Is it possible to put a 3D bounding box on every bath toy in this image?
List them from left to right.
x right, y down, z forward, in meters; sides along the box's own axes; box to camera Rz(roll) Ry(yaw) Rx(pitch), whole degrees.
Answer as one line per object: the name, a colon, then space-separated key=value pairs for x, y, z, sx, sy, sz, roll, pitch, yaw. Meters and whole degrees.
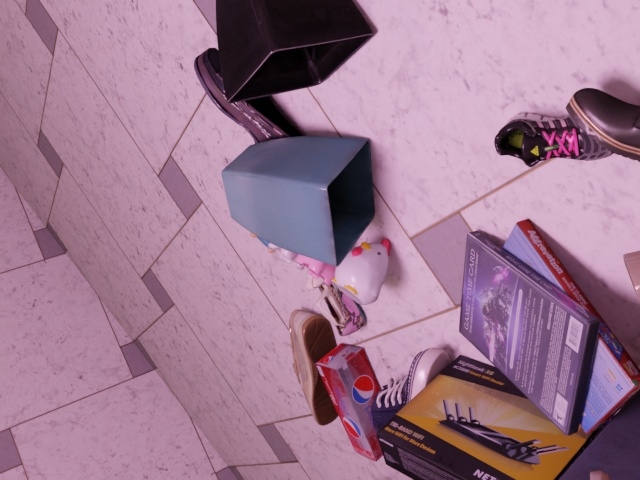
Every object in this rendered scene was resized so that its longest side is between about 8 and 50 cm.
bath toy: x=0.000 y=0.000 z=1.375 sx=0.348 sy=0.129 sz=0.151 roll=29 pitch=166 yaw=41

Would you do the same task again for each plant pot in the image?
plant pot: x=-0.064 y=-0.342 z=1.101 sx=0.187 sy=0.188 sz=0.167 roll=-27 pitch=84 yaw=59
plant pot: x=-0.047 y=-0.086 z=1.248 sx=0.234 sy=0.166 sz=0.166 roll=12 pitch=130 yaw=25

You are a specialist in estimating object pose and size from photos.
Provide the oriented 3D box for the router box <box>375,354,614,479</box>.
router box: x=0.286 y=0.328 z=1.163 sx=0.308 sy=0.243 sz=0.081 roll=13 pitch=129 yaw=48

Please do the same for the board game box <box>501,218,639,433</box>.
board game box: x=0.340 y=0.120 z=1.008 sx=0.145 sy=0.027 sz=0.281 roll=104 pitch=146 yaw=-50

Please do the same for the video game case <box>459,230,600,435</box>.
video game case: x=0.299 y=0.130 z=1.051 sx=0.274 sy=0.026 sz=0.196 roll=-131 pitch=34 yaw=-54

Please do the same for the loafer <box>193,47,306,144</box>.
loafer: x=-0.114 y=-0.255 z=1.336 sx=0.302 sy=0.109 sz=0.095 roll=51 pitch=131 yaw=-4

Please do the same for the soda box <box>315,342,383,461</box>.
soda box: x=0.089 y=0.373 z=1.622 sx=0.083 sy=0.092 sz=0.263 roll=3 pitch=120 yaw=53

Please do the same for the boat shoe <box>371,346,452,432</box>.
boat shoe: x=0.173 y=0.323 z=1.421 sx=0.158 sy=0.127 sz=0.341 roll=23 pitch=137 yaw=31

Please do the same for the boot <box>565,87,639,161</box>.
boot: x=0.385 y=-0.148 z=0.761 sx=0.198 sy=0.077 sz=0.137 roll=32 pitch=139 yaw=13

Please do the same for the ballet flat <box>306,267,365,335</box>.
ballet flat: x=0.016 y=0.106 z=1.489 sx=0.077 sy=0.079 sz=0.222 roll=-15 pitch=106 yaw=58

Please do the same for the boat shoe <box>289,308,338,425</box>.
boat shoe: x=-0.014 y=0.306 z=1.697 sx=0.098 sy=0.109 sz=0.302 roll=21 pitch=129 yaw=52

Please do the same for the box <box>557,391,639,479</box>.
box: x=0.443 y=0.543 z=0.911 sx=0.297 sy=0.480 sz=0.472 roll=21 pitch=134 yaw=46

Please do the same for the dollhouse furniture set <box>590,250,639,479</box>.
dollhouse furniture set: x=0.436 y=0.196 z=0.653 sx=0.362 sy=0.394 sz=0.257 roll=-16 pitch=117 yaw=20

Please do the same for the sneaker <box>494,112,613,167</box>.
sneaker: x=0.294 y=-0.124 z=0.893 sx=0.170 sy=0.074 sz=0.063 roll=16 pitch=131 yaw=47
